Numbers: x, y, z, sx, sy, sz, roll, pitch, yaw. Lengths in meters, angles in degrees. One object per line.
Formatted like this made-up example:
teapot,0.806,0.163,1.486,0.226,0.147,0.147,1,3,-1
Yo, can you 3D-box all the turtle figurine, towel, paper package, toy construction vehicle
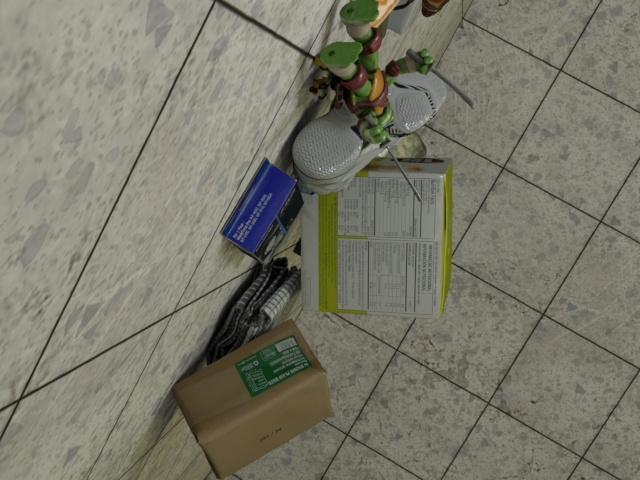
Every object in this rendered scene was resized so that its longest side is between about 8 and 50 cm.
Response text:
turtle figurine,0.126,-0.265,1.375,0.198,0.275,0.266,-40,144,0
towel,-0.162,0.185,1.983,0.235,0.121,0.284,-51,171,-49
paper package,-0.153,0.379,1.895,0.324,0.168,0.309,-27,152,-12
toy construction vehicle,0.004,-0.300,1.429,0.098,0.035,0.086,-56,163,-58

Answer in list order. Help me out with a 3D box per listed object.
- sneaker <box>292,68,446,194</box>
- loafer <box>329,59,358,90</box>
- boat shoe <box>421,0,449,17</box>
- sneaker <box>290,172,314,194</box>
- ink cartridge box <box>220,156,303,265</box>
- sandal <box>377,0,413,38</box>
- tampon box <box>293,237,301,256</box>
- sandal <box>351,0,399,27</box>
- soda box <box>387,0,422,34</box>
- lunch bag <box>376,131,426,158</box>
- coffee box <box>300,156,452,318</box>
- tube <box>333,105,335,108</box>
sneaker,0.081,-0.219,1.652,0.366,0.137,0.210,-34,176,-20
loafer,0.051,-0.337,1.544,0.170,0.062,0.061,131,-22,-79
boat shoe,0.335,-0.690,2.193,0.207,0.073,0.073,-50,173,-23
sneaker,-0.003,-0.172,1.775,0.162,0.073,0.063,-61,174,9
ink cartridge box,-0.105,-0.046,1.578,0.165,0.065,0.333,-59,174,-4
sandal,0.171,-0.514,1.517,0.303,0.086,0.120,-63,174,25
tampon box,0.000,0.000,2.530,0.120,0.101,0.161,-62,174,11
sandal,0.153,-0.472,1.410,0.102,0.076,0.265,35,84,-41
soda box,0.188,-0.536,1.652,0.074,0.069,0.216,-55,172,-46
lunch bag,0.146,-0.214,2.296,0.305,0.212,0.256,-61,158,-1
coffee box,0.149,-0.023,1.966,0.337,0.334,0.338,-43,134,-73
tube,0.044,-0.274,1.850,0.207,0.052,0.080,98,15,-61
